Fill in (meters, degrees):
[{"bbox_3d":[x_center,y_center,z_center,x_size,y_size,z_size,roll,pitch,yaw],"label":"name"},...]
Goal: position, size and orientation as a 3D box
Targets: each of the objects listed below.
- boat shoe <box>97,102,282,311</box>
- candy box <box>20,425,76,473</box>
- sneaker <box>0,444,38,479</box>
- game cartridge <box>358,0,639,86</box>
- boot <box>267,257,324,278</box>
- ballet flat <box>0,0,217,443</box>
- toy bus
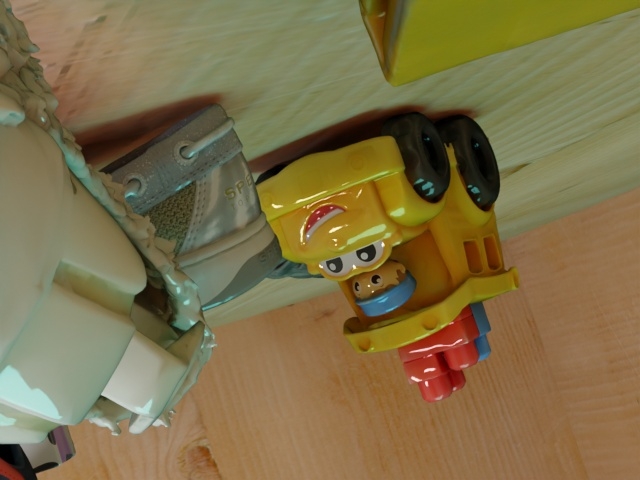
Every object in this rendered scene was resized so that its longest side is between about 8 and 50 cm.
[{"bbox_3d":[-0.185,0.011,0.648,0.320,0.103,0.118,-14,-165,13],"label":"boat shoe"},{"bbox_3d":[-0.292,0.107,0.807,0.196,0.165,0.070,-18,177,-5],"label":"candy box"},{"bbox_3d":[-0.220,0.172,0.696,0.131,0.148,0.350,-18,168,-22],"label":"sneaker"},{"bbox_3d":[0.172,-0.151,0.367,0.324,0.052,0.285,-20,175,-2],"label":"game cartridge"},{"bbox_3d":[0.000,0.000,1.189,0.161,0.083,0.246,-6,167,-40],"label":"boot"},{"bbox_3d":[-0.106,0.008,0.387,0.147,0.147,0.409,-18,171,2],"label":"ballet flat"},{"bbox_3d":[0.063,0.022,0.889,0.149,0.211,0.220,-19,173,27],"label":"toy bus"}]
